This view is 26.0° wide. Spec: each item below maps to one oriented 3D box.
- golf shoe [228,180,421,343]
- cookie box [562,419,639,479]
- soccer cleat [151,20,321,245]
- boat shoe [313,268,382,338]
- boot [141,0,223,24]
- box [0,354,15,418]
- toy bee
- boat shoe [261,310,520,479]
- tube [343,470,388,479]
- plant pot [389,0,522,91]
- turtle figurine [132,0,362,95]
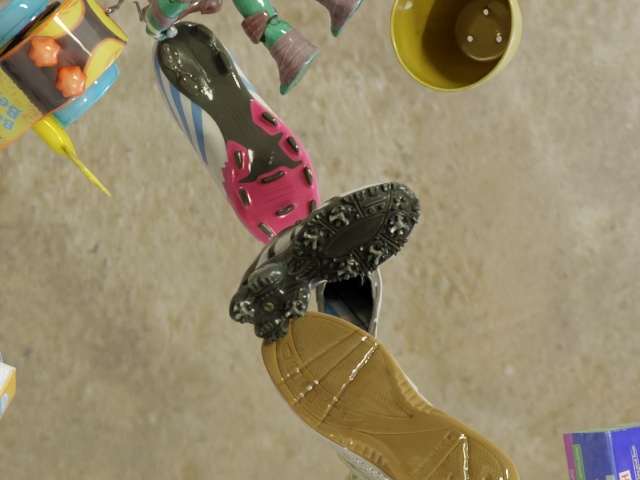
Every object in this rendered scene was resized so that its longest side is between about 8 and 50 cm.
[{"bbox_3d":[0.000,0.000,1.198,0.198,0.094,0.077,-35,113,21],"label":"golf shoe"},{"bbox_3d":[0.214,0.166,0.921,0.107,0.091,0.040,1,169,-43],"label":"cookie box"},{"bbox_3d":[-0.104,-0.128,1.757,0.116,0.143,0.331,-29,87,-13],"label":"soccer cleat"},{"bbox_3d":[0.027,0.058,1.479,0.080,0.228,0.076,7,132,0],"label":"boat shoe"},{"bbox_3d":[-0.156,-0.299,1.604,0.106,0.037,0.114,-17,160,-18],"label":"boot"},{"bbox_3d":[-0.173,0.079,0.515,0.081,0.136,0.028,23,150,1],"label":"box"},{"bbox_3d":[-0.204,-0.129,0.965,0.195,0.162,0.298,28,113,-11],"label":"toy bee"},{"bbox_3d":[0.055,0.167,1.182,0.098,0.277,0.096,-39,146,-17],"label":"boat shoe"},{"bbox_3d":[0.058,0.235,1.393,0.062,0.070,0.240,-4,157,-9],"label":"tube"},{"bbox_3d":[0.151,-0.217,1.407,0.134,0.095,0.134,3,96,29],"label":"plant pot"},{"bbox_3d":[-0.084,-0.238,1.161,0.234,0.118,0.175,39,86,0],"label":"turtle figurine"}]
